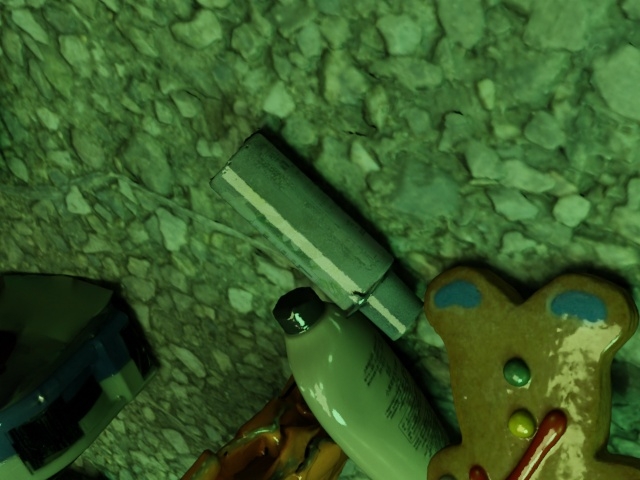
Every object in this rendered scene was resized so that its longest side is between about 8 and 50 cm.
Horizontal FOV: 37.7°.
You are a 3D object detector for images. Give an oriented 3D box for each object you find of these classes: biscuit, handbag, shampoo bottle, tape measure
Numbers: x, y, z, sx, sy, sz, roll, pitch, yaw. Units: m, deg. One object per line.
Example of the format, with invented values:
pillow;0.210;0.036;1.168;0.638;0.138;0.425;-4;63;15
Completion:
biscuit;0.175;0.183;0.753;0.205;0.049;0.324;0;95;35
handbag;-0.123;0.318;0.924;0.116;0.410;0.303;39;139;14
shampoo bottle;0.000;0.000;0.820;0.214;0.072;0.072;43;138;-2
shampoo bottle;0.043;0.145;0.868;0.078;0.127;0.257;-20;116;33
tape measure;-0.362;0.178;1.110;0.259;0.262;0.138;2;134;36

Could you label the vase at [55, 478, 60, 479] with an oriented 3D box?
vase;-0.472;0.417;1.457;0.360;0.165;0.165;-4;121;34
